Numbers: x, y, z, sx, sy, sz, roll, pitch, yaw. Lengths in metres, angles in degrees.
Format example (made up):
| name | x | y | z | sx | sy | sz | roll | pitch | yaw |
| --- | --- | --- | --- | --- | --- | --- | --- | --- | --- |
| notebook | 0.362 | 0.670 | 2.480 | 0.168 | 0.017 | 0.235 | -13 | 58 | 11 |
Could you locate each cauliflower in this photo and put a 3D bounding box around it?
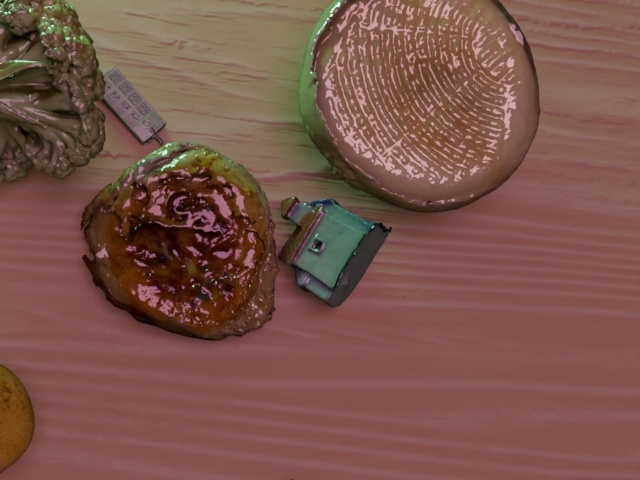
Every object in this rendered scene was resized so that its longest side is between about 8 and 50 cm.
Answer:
| name | x | y | z | sx | sy | sz | roll | pitch | yaw |
| --- | --- | --- | --- | --- | --- | --- | --- | --- | --- |
| cauliflower | -0.431 | -0.200 | 1.413 | 0.281 | 0.260 | 0.327 | -32 | 55 | -21 |

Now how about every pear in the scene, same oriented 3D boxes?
| name | x | y | z | sx | sy | sz | roll | pitch | yaw |
| --- | --- | --- | --- | --- | --- | --- | --- | --- | --- |
| pear | -0.450 | 0.228 | 1.359 | 0.178 | 0.178 | 0.178 | 3 | 79 | -15 |

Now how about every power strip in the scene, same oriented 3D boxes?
| name | x | y | z | sx | sy | sz | roll | pitch | yaw |
| --- | --- | --- | --- | --- | --- | --- | --- | --- | --- |
| power strip | -0.276 | -0.193 | 1.560 | 0.051 | 0.019 | 0.136 | -42 | 92 | -20 |

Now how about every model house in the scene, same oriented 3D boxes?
| name | x | y | z | sx | sy | sz | roll | pitch | yaw |
| --- | --- | --- | --- | --- | --- | --- | --- | --- | --- |
| model house | 0.000 | 0.000 | 1.565 | 0.149 | 0.119 | 0.148 | 34 | 92 | 15 |

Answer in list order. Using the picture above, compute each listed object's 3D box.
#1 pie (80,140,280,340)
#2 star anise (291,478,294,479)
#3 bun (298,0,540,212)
| name | x | y | z | sx | sy | sz | roll | pitch | yaw |
| --- | --- | --- | --- | --- | --- | --- | --- | --- | --- |
| pie | -0.187 | -0.005 | 1.516 | 0.308 | 0.085 | 0.308 | 3 | 78 | -14 |
| star anise | -0.032 | 0.444 | 1.471 | 0.214 | 0.099 | 0.220 | 41 | 72 | 5 |
| bun | 0.134 | -0.217 | 1.583 | 0.364 | 0.202 | 0.364 | 1 | 87 | -15 |
